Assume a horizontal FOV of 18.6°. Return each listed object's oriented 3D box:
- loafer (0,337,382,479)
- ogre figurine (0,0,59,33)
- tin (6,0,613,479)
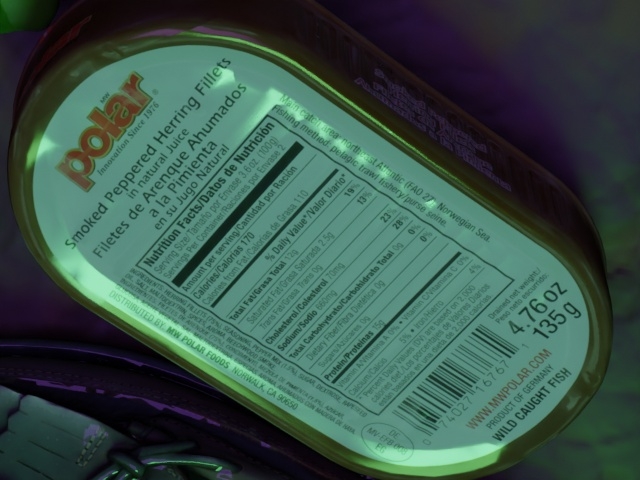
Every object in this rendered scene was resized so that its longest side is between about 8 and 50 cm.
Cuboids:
[{"bbox_3d":[-0.031,0.096,0.573,0.267,0.084,0.096,16,100,0],"label":"loafer"},{"bbox_3d":[-0.021,-0.136,0.532,0.197,0.097,0.118,-10,118,20],"label":"ogre figurine"},{"bbox_3d":[0.000,0.000,0.549,0.190,0.040,0.106,33,112,-20],"label":"tin"}]
